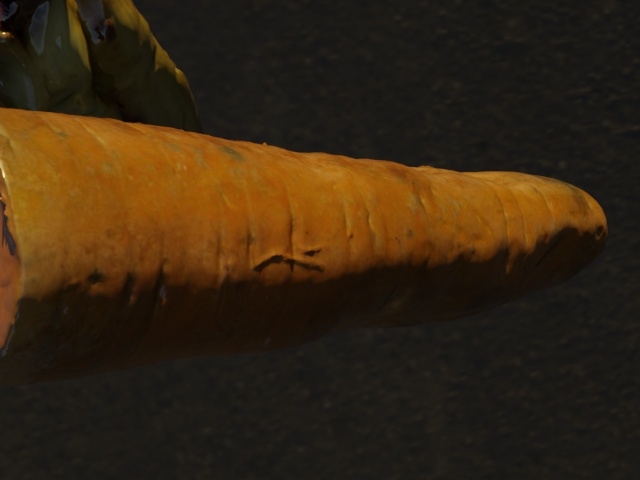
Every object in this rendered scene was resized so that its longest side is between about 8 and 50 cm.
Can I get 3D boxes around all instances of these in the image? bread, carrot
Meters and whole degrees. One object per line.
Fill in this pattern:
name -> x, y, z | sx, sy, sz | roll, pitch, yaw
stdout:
bread -> -0.220, -0.060, 0.985 | 0.277, 0.324, 0.167 | 13, 75, 12
carrot -> 0.000, 0.000, 0.440 | 0.061, 0.209, 0.061 | 1, 92, 50
